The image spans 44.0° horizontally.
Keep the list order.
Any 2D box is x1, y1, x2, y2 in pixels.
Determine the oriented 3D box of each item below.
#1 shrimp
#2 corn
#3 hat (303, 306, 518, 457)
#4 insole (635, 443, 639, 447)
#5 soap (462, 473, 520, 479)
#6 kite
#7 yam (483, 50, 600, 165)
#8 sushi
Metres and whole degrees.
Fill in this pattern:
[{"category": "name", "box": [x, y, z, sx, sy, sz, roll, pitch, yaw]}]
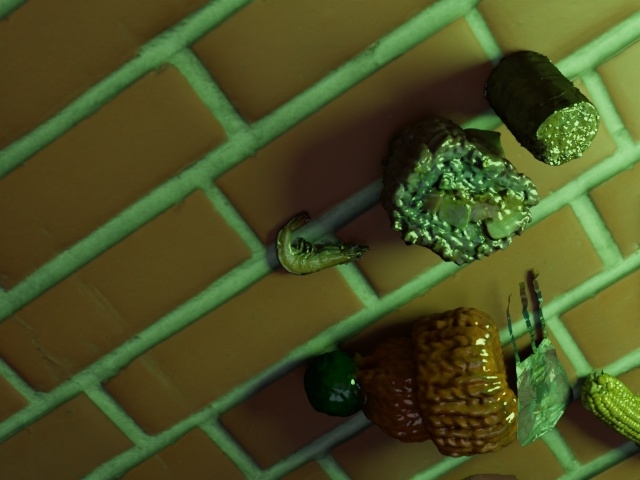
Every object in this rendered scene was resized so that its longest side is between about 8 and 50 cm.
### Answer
[{"category": "shrimp", "box": [0.000, -0.001, 1.511, 0.178, 0.034, 0.124, -13, 107, 6]}, {"category": "corn", "box": [0.673, 0.381, 1.696, 0.291, 0.101, 0.101, 34, 106, -20]}, {"category": "hat", "box": [0.175, 0.304, 1.533, 0.400, 0.285, 0.285, -17, 113, 7]}, {"category": "insole", "box": [0.734, 0.406, 1.760, 0.045, 0.002, 0.135, 12, 111, -10]}, {"category": "soap", "box": [0.341, 0.630, 1.763, 0.289, 0.112, 0.182, -24, 112, 6]}, {"category": "kite", "box": [0.438, 0.238, 1.609, 0.204, 0.022, 0.361, -28, 114, -36]}, {"category": "yam", "box": [0.375, -0.226, 1.340, 0.128, 0.238, 0.129, 10, 119, -16]}, {"category": "sushi", "box": [0.244, -0.097, 1.415, 0.270, 0.171, 0.237, 24, 109, -16]}]
